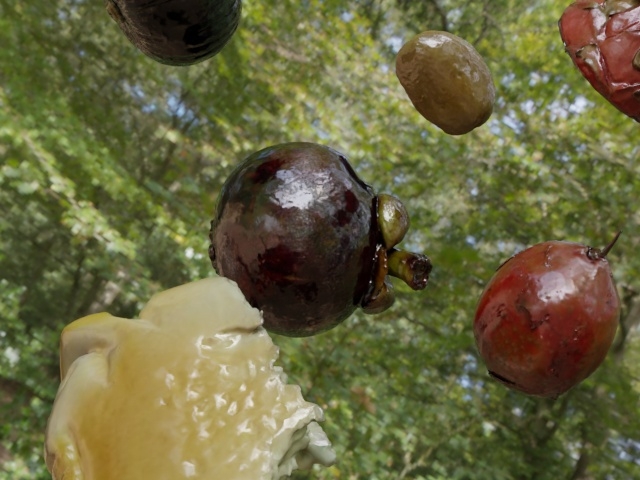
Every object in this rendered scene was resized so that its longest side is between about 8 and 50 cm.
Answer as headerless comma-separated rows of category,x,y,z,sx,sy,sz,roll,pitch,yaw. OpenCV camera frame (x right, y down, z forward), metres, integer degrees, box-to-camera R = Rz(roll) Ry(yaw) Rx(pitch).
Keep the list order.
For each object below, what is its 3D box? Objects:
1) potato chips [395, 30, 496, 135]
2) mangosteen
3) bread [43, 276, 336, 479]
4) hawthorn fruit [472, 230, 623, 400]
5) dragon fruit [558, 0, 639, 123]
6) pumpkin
potato chips,0.229,-0.281,1.534,0.201,0.150,0.049,54,3,-15
mangosteen,-0.018,-0.007,1.262,0.297,0.293,0.297,-24,90,-86
bread,-0.136,0.233,0.833,0.245,0.424,0.329,6,-44,-23
hawthorn fruit,0.287,0.075,1.059,0.181,0.235,0.181,25,19,-9
dragon fruit,0.441,-0.270,1.131,0.224,0.218,0.148,35,-49,-10
pumpkin,-0.192,-0.381,1.209,0.248,0.248,0.248,31,-16,10
